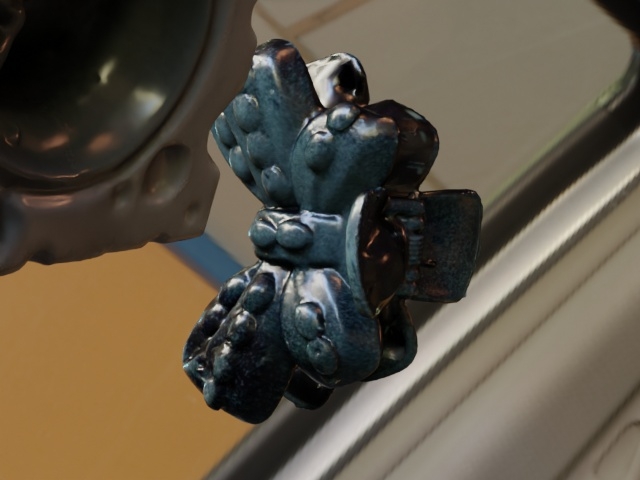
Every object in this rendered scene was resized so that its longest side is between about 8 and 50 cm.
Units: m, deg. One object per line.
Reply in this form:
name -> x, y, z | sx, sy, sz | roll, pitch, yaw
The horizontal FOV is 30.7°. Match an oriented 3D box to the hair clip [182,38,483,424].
hair clip -> 0.005, -0.003, 0.951 | 0.206, 0.310, 0.194 | 9, 7, 36

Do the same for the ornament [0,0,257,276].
ornament -> -0.185, -0.140, 0.562 | 0.240, 0.239, 0.240 | 28, -68, 29
